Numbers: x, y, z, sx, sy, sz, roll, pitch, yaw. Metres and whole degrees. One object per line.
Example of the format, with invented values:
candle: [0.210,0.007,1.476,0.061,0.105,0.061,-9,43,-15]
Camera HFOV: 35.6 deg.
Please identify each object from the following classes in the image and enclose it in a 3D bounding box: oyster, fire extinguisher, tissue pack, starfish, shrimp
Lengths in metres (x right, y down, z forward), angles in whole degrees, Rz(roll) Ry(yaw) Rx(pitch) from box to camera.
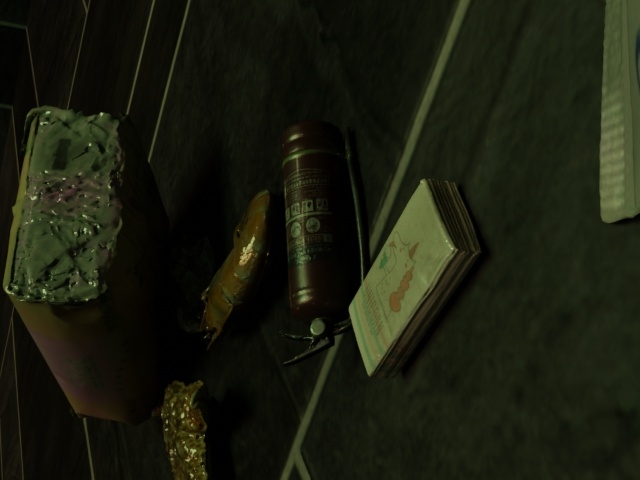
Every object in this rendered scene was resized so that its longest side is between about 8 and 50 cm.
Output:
oyster: [-0.129,0.039,0.931,0.100,0.037,0.098,168,108,-65]
fire extinguisher: [0.000,0.000,0.644,0.064,0.043,0.158,-13,65,20]
tissue pack: [-0.206,0.029,0.942,0.256,0.123,0.215,85,-177,-57]
starfish: [-0.118,0.190,0.858,0.247,0.050,0.138,146,130,-74]
shrimp: [-0.070,0.020,0.795,0.162,0.045,0.095,122,147,-47]
tissue pack: [0.049,0.022,0.547,0.056,0.023,0.108,-105,31,-41]

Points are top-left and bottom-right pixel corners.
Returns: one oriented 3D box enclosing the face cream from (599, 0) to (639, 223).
face cream: [0.179,-0.133,0.227,0.420,0.137,0.234,166,108,-77]
